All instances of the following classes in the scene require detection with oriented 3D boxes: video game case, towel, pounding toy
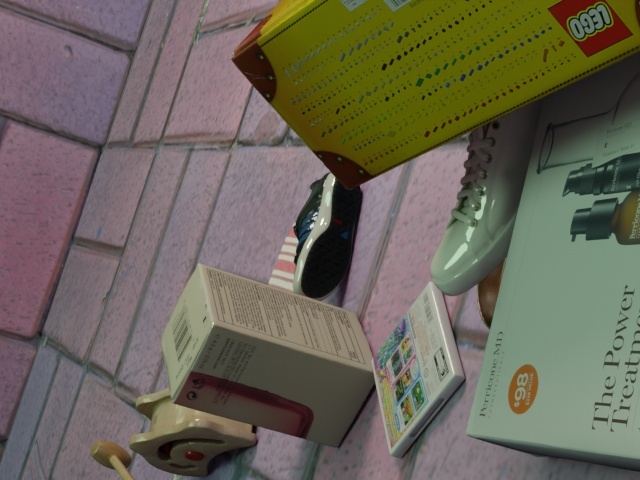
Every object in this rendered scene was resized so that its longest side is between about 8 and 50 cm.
[{"bbox_3d":[0.110,0.149,1.626,0.143,0.019,0.157,-56,27,32],"label":"video game case"},{"bbox_3d":[-0.039,0.067,2.033,0.144,0.029,0.197,15,83,67],"label":"towel"},{"bbox_3d":[-0.201,0.316,2.070,0.269,0.154,0.155,-21,51,38],"label":"pounding toy"}]

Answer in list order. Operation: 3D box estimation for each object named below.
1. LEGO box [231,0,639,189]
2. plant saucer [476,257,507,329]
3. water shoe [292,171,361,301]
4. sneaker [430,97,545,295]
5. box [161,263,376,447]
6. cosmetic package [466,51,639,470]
[{"bbox_3d":[0.195,-0.290,1.314,0.372,0.193,0.500,-50,15,-32],"label":"LEGO box"},{"bbox_3d":[0.221,0.021,1.460,0.168,0.029,0.168,-49,31,44],"label":"plant saucer"},{"bbox_3d":[0.000,0.000,1.929,0.080,0.073,0.203,-17,46,52],"label":"water shoe"},{"bbox_3d":[0.177,-0.086,1.449,0.290,0.123,0.106,-57,20,0],"label":"sneaker"},{"bbox_3d":[-0.066,0.144,1.754,0.127,0.232,0.149,-62,24,22],"label":"box"},{"bbox_3d":[0.279,0.011,1.237,0.284,0.097,0.377,-9,64,65],"label":"cosmetic package"}]
